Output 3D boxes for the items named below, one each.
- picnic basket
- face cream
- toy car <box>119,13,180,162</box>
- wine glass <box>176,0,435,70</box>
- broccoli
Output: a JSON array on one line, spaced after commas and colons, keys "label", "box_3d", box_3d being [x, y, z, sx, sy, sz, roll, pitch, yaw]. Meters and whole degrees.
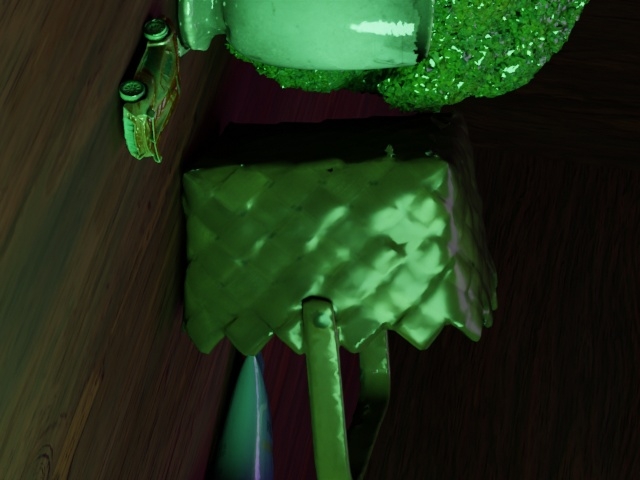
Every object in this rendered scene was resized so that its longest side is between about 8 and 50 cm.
[{"label": "picnic basket", "box_3d": [0.018, 0.046, 1.631, 0.254, 0.291, 0.321, -66, 151, -69]}, {"label": "face cream", "box_3d": [-0.091, 0.301, 1.971, 0.135, 0.086, 0.385, 83, 13, -68]}, {"label": "toy car", "box_3d": [-0.122, -0.116, 1.311, 0.059, 0.035, 0.122, 86, 16, -48]}, {"label": "wine glass", "box_3d": [-0.012, -0.195, 1.431, 0.111, 0.204, 0.111, 6, 90, -79]}, {"label": "broccoli", "box_3d": [0.112, -0.282, 1.628, 0.413, 0.310, 0.321, -40, 155, 15]}]
